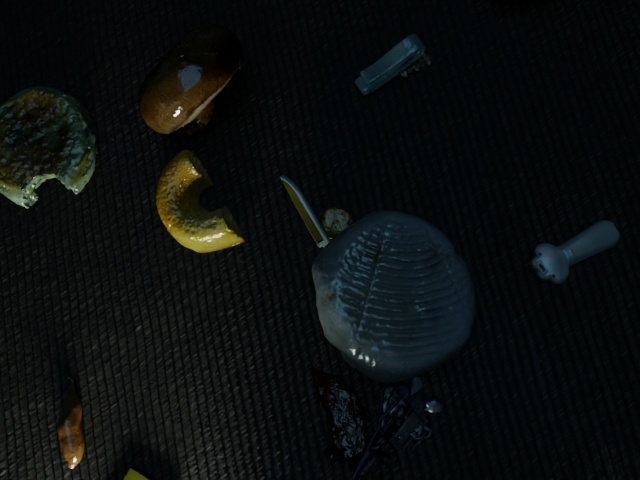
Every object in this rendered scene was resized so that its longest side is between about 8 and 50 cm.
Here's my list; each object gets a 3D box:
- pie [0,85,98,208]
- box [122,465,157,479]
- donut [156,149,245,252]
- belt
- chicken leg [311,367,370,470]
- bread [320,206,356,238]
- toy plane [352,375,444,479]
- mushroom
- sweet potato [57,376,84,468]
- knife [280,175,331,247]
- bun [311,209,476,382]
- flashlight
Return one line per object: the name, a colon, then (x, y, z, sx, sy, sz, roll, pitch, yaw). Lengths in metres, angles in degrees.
pie: (-0.676, -0.229, 1.552, 0.302, 0.067, 0.303, -1, 77, 5)
box: (-0.398, 0.592, 1.359, 0.121, 0.030, 0.193, 28, 81, 11)
donut: (-0.298, -0.071, 1.470, 0.152, 0.101, 0.259, -34, 80, 3)
belt: (0.166, -0.404, 1.512, 0.179, 0.100, 0.065, -33, 77, 13)
chicken leg: (0.045, 0.373, 1.348, 0.105, 0.063, 0.234, -10, 75, -1)
bread: (0.037, -0.039, 1.449, 0.083, 0.046, 0.081, -28, 82, -3)
toy plane: (0.143, 0.389, 1.294, 0.169, 0.078, 0.246, 50, 65, -24)
mushroom: (-0.291, -0.358, 1.450, 0.163, 0.278, 0.297, 34, 41, -7)
sweet potato: (-0.542, 0.394, 1.407, 0.056, 0.056, 0.195, -7, 73, 4)
knife: (0.000, 0.000, 1.433, 0.027, 0.061, 0.343, -29, 87, -21)
bun: (0.143, 0.107, 1.316, 0.354, 0.194, 0.355, 3, 79, -17)
flashlight: (0.545, 0.020, 1.385, 0.200, 0.047, 0.093, -28, 77, -4)
